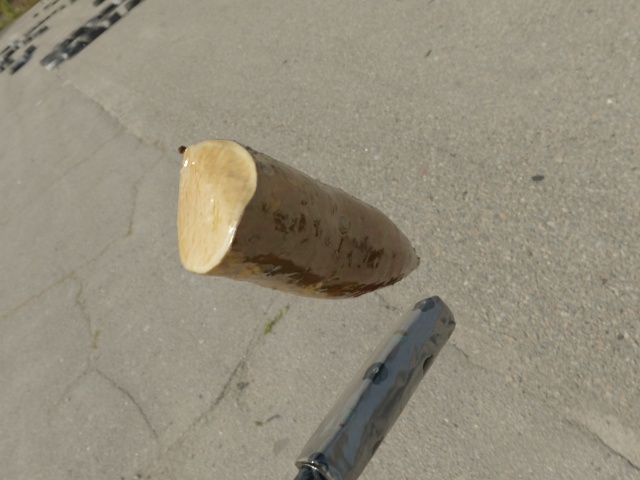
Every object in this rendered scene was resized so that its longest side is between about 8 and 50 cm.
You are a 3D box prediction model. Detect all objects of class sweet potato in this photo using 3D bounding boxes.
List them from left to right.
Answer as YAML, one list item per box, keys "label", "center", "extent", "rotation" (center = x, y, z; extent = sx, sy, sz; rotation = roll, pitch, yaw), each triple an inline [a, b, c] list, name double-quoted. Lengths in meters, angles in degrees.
- label: "sweet potato"
  center: [0.001, 0.003, 0.529]
  extent: [0.131, 0.337, 0.131]
  rotation: [-11, 71, 35]

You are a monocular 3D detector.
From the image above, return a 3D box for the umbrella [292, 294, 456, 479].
- label: "umbrella"
  center: [0.063, 0.185, 0.599]
  extent: [0.337, 0.067, 0.073]
  rotation: [-43, -8, -40]
